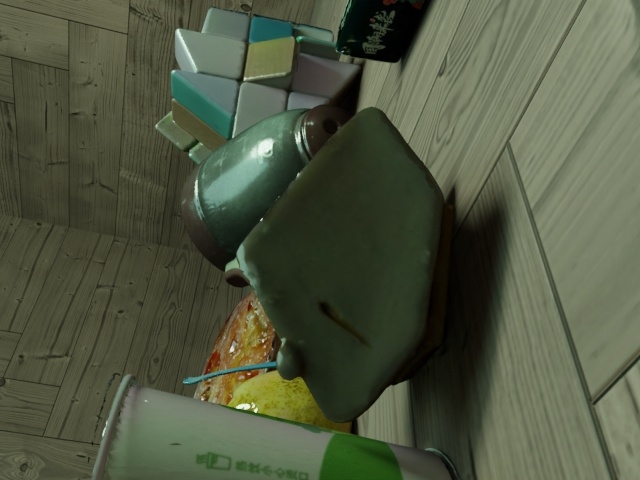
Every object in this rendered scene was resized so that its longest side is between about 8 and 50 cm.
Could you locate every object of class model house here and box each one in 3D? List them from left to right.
[{"bbox_3d":[0.045,0.032,0.628,0.220,0.199,0.229,-39,-14,6],"label":"model house"}]

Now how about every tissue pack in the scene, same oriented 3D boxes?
[{"bbox_3d":[0.091,-0.338,0.927,0.170,0.103,0.090,114,160,-55],"label":"tissue pack"}]

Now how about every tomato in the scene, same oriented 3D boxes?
[{"bbox_3d":[-0.112,0.261,1.209,0.338,0.144,0.338,-51,22,30],"label":"tomato"}]

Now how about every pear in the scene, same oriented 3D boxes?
[{"bbox_3d":[-0.048,0.249,0.853,0.178,0.178,0.177,-169,90,-81],"label":"pear"}]

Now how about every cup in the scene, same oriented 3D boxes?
[{"bbox_3d":[-0.047,0.245,0.516,0.253,0.274,0.253,-170,90,-82],"label":"cup"}]

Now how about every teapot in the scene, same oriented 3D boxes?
[{"bbox_3d":[-0.055,-0.060,1.052,0.312,0.233,0.314,-31,44,44],"label":"teapot"}]

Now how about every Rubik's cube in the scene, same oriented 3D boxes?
[{"bbox_3d":[-0.134,-0.286,1.372,0.358,0.388,0.367,115,161,-66],"label":"Rubik's cube"}]

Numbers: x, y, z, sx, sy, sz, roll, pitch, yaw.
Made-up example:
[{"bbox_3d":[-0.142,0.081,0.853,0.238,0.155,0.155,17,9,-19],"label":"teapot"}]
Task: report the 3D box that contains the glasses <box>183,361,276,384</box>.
[{"bbox_3d":[-0.095,0.264,1.021,0.088,0.221,0.189,-35,-54,-70],"label":"glasses"}]
